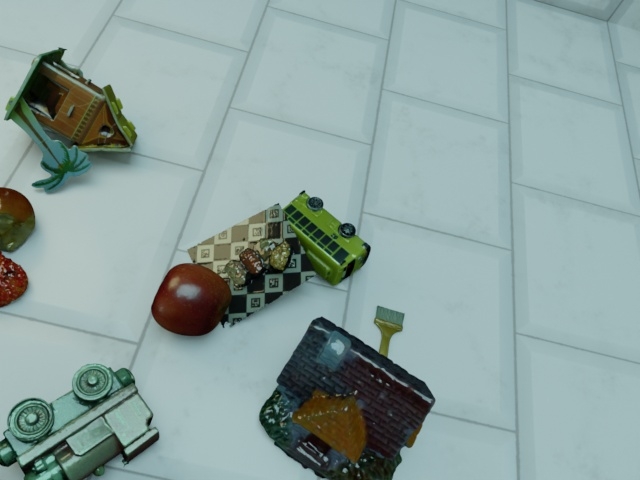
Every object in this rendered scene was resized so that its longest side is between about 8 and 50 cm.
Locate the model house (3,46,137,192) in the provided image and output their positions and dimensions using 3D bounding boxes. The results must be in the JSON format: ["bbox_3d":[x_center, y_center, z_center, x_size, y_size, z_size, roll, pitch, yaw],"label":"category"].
[{"bbox_3d":[-0.715,-0.325,1.595,0.323,0.340,0.300,30,12,-21],"label":"model house"}]

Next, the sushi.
[{"bbox_3d":[-0.192,0.054,1.449,0.290,0.050,0.264,-29,67,1],"label":"sushi"}]

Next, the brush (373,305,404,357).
[{"bbox_3d":[0.176,0.277,1.488,0.083,0.011,0.205,18,58,-3],"label":"brush"}]

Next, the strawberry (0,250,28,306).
[{"bbox_3d":[-0.815,0.081,1.344,0.188,0.082,0.121,35,61,6],"label":"strawberry"}]

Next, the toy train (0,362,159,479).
[{"bbox_3d":[-0.515,0.411,1.170,0.304,0.150,0.221,-31,76,-33],"label":"toy train"}]

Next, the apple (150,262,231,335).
[{"bbox_3d":[-0.321,0.150,1.356,0.168,0.181,0.181,28,57,2],"label":"apple"}]

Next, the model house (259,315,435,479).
[{"bbox_3d":[0.081,0.355,1.227,0.360,0.339,0.297,33,56,8],"label":"model house"}]

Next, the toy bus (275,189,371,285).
[{"bbox_3d":[0.000,0.000,1.549,0.262,0.128,0.150,41,61,15],"label":"toy bus"}]

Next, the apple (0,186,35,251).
[{"bbox_3d":[-0.817,-0.064,1.385,0.156,0.158,0.147,-12,60,-14],"label":"apple"}]
